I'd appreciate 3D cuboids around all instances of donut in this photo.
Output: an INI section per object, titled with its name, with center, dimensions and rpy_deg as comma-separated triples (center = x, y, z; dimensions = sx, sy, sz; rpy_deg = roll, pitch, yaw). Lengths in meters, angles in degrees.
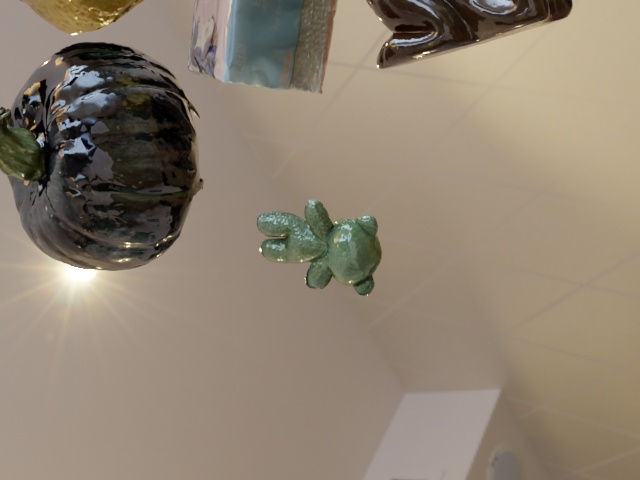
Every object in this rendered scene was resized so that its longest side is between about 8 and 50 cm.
[donut]
center = -0.298, -0.406, 1.138
dimensions = 0.110, 0.303, 0.303
rpy_deg = 51, -133, -31

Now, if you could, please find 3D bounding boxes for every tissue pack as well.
[tissue pack]
center = -0.026, -0.121, 0.376
dimensions = 0.059, 0.074, 0.094
rpy_deg = 2, -76, -27

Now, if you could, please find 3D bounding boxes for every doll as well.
[doll]
center = 0.000, 0.000, 0.897
dimensions = 0.077, 0.150, 0.115
rpy_deg = -49, -34, -56

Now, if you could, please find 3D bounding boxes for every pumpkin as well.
[pumpkin]
center = -0.299, -0.098, 0.996
dimensions = 0.296, 0.296, 0.296
rpy_deg = 15, -109, -47

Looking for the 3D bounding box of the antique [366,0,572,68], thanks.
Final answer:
[antique]
center = 0.173, -0.293, 0.900
dimensions = 0.121, 0.257, 0.143
rpy_deg = -23, -76, -56
